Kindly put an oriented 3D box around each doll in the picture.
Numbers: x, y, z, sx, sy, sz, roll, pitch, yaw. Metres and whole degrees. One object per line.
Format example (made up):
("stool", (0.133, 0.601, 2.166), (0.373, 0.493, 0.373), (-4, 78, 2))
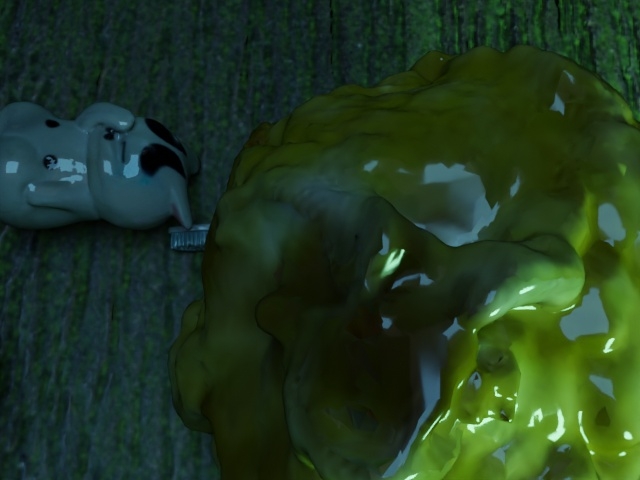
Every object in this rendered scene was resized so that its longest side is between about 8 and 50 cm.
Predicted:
("doll", (-0.199, -0.061, 0.870), (0.181, 0.107, 0.110), (-1, 51, 0))

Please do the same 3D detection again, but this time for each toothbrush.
("toothbrush", (0.000, 0.000, 0.898), (0.269, 0.021, 0.027), (2, 83, 0))

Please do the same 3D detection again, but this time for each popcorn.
("popcorn", (0.083, 0.063, 0.730), (0.390, 0.344, 0.354), (-42, 118, -36))
